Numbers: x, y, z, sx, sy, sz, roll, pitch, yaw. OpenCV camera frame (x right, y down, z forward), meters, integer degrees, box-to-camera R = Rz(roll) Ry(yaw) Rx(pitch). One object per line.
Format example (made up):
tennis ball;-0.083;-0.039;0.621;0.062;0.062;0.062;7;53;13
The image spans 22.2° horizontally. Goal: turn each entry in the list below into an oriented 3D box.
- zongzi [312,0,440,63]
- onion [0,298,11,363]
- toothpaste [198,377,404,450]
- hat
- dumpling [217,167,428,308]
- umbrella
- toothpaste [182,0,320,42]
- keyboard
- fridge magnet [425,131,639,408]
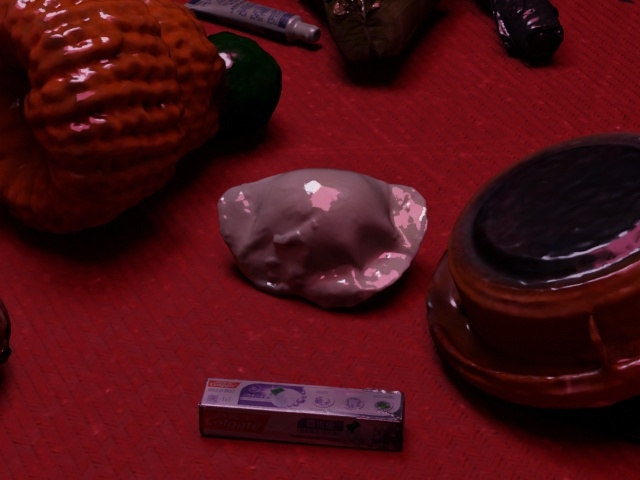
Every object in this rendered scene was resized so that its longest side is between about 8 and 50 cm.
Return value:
zongzi;0.009;-0.332;2.206;0.300;0.145;0.274;1;33;25
onion;-0.397;0.080;1.594;0.184;0.147;0.184;-11;28;6
toothpaste;-0.017;0.166;1.567;0.196;0.040;0.047;4;31;4
hat;-0.191;-0.177;1.854;0.400;0.285;0.285;-19;39;-33
dumpling;0.000;0.000;1.753;0.229;0.124;0.151;1;71;10
umbrella;0.257;-0.351;2.261;0.090;0.094;0.326;-42;35;17
toothpaste;-0.091;-0.307;2.237;0.216;0.037;0.062;20;39;29
keyboard;0.315;0.175;1.580;0.204;0.013;0.061;13;37;18
fridge magnet;0.275;0.019;1.637;0.364;0.155;0.363;-18;34;12
